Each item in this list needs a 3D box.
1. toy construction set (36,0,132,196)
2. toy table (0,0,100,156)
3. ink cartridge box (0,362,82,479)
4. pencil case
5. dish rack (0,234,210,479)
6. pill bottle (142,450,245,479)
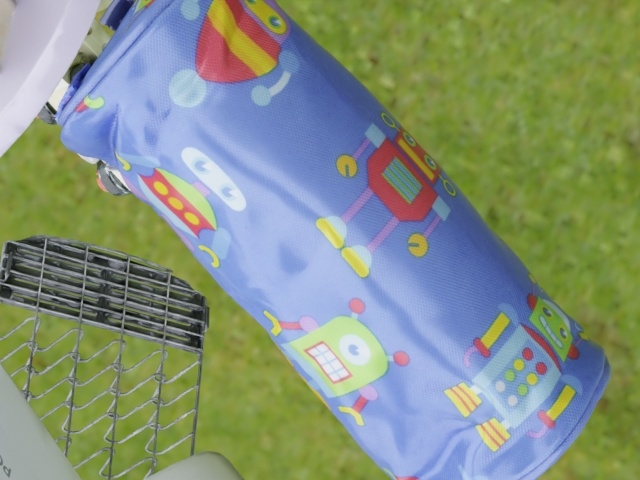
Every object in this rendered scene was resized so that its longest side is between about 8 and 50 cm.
[{"bbox_3d":[-0.181,-0.175,1.927,0.328,0.215,0.151,37,134,-19],"label":"toy construction set"},{"bbox_3d":[-0.310,-0.172,1.552,0.161,0.274,0.252,28,-175,-40],"label":"toy table"},{"bbox_3d":[-0.257,0.206,1.083,0.283,0.117,0.207,-24,115,14],"label":"ink cartridge box"},{"bbox_3d":[0.000,0.000,0.968,0.306,0.119,0.133,46,126,-11],"label":"pencil case"},{"bbox_3d":[-0.192,0.131,1.602,0.208,0.271,0.074,17,146,-22],"label":"dish rack"},{"bbox_3d":[0.018,0.226,0.492,0.334,0.188,0.188,52,150,10],"label":"pill bottle"}]
